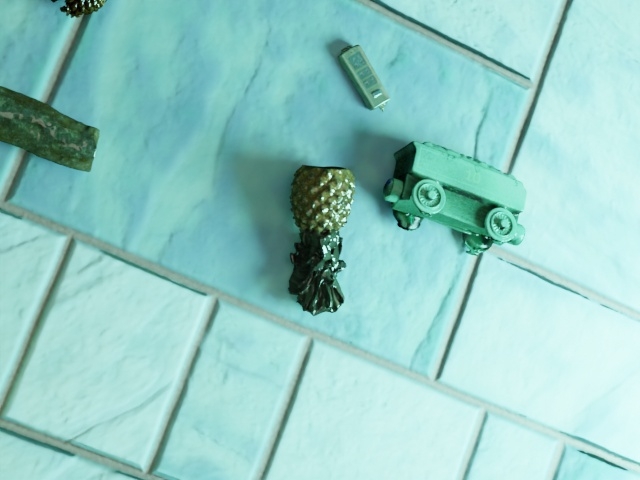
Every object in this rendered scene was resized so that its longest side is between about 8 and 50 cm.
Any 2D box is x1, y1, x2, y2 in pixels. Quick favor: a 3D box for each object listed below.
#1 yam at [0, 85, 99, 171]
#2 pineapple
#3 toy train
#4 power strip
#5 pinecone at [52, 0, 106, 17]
[{"bbox_3d":[-0.347,-0.135,1.249,0.274,0.061,0.061,20,80,-18],"label":"yam"},{"bbox_3d":[0.000,0.000,1.358,0.074,0.074,0.159,2,94,-19],"label":"pineapple"},{"bbox_3d":[0.153,-0.049,1.414,0.172,0.070,0.099,19,70,-18],"label":"toy train"},{"bbox_3d":[0.050,-0.179,1.412,0.027,0.017,0.083,-34,96,-17],"label":"power strip"},{"bbox_3d":[-0.248,-0.267,1.285,0.083,0.077,0.077,40,74,-1],"label":"pinecone"}]
